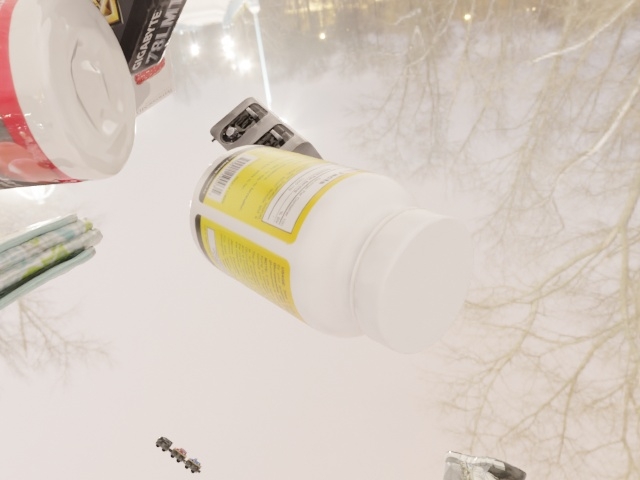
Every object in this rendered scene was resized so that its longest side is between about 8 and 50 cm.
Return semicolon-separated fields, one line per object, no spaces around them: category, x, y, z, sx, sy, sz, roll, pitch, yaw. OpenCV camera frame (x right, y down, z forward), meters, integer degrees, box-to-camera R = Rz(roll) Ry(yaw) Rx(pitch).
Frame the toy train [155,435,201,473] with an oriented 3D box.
toy train;-0.411;0.624;1.485;0.158;0.027;0.036;39;-149;-4

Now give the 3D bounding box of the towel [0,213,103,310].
towel;-0.534;0.079;0.702;0.321;0.090;0.374;-9;-162;36

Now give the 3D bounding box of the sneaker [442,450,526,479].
sneaker;0.348;0.545;1.112;0.229;0.086;0.132;-33;-150;61

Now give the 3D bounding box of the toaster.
toaster;-0.074;-0.136;0.881;0.110;0.186;0.168;-45;-124;1

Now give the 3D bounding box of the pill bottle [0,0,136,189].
pill bottle;-0.363;-0.131;0.487;0.319;0.176;0.176;-5;-156;5

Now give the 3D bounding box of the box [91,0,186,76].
box;-0.236;-0.361;0.484;0.295;0.293;0.073;-38;-171;48

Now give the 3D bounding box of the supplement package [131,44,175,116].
supplement package;-0.381;-0.350;0.871;0.177;0.175;0.293;-43;175;-19

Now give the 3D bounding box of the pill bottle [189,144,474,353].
pill bottle;0.000;0.000;0.606;0.188;0.187;0.334;-24;-149;-33

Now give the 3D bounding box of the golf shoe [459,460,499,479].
golf shoe;0.306;0.463;0.950;0.086;0.069;0.176;9;178;14
